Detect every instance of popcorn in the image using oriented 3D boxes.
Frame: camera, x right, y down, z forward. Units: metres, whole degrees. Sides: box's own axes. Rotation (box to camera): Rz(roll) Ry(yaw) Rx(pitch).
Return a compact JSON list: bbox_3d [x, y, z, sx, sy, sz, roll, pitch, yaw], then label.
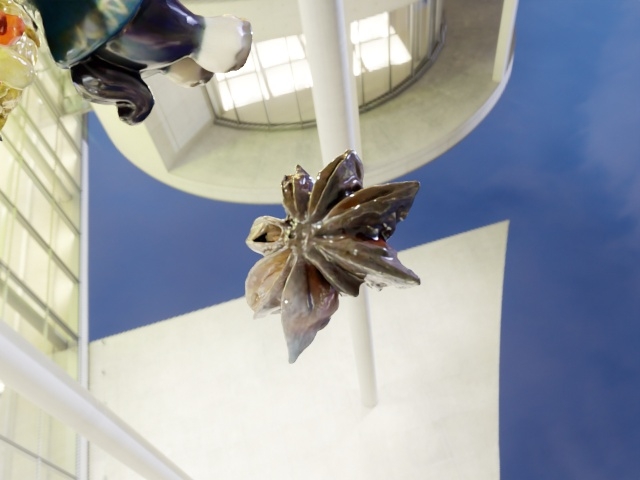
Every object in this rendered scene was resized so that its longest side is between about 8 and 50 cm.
[{"bbox_3d":[-0.445,-0.236,0.712,0.163,0.140,0.194,-12,-115,55],"label":"popcorn"}]

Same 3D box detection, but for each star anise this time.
[{"bbox_3d":[0.007,0.015,0.764,0.315,0.108,0.316,-11,-112,29],"label":"star anise"}]

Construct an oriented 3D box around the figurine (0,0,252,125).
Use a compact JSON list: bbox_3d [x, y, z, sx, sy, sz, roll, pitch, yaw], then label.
[{"bbox_3d":[-0.228,-0.209,0.350,0.411,0.307,0.241,-28,-147,-29],"label":"figurine"}]
